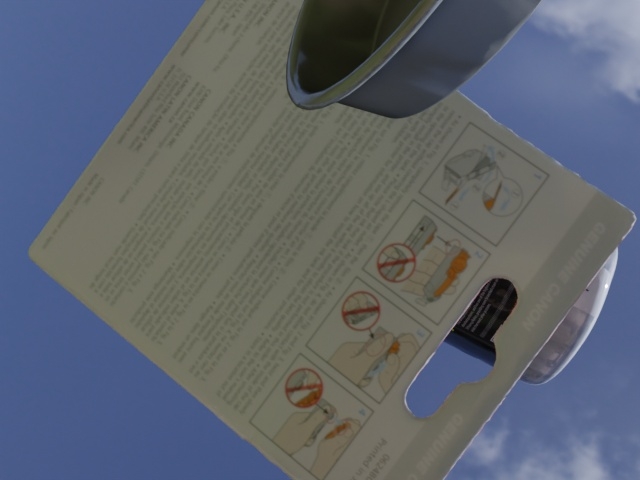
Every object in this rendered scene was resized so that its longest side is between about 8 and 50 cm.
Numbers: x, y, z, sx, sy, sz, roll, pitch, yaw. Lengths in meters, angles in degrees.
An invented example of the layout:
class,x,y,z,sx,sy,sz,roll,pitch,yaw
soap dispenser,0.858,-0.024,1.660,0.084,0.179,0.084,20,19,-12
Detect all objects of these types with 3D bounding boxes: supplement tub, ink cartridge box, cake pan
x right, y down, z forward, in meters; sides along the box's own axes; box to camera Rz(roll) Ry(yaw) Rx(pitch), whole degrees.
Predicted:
class,x,y,z,sx,sy,sz,roll,pitch,yaw
supplement tub,0.145,0.010,1.248,0.193,0.316,0.193,-63,-179,2
ink cartridge box,0.000,0.000,0.894,0.385,0.091,0.308,37,-88,18
cake pan,0.078,-0.191,0.630,0.293,0.054,0.293,-51,-159,30
